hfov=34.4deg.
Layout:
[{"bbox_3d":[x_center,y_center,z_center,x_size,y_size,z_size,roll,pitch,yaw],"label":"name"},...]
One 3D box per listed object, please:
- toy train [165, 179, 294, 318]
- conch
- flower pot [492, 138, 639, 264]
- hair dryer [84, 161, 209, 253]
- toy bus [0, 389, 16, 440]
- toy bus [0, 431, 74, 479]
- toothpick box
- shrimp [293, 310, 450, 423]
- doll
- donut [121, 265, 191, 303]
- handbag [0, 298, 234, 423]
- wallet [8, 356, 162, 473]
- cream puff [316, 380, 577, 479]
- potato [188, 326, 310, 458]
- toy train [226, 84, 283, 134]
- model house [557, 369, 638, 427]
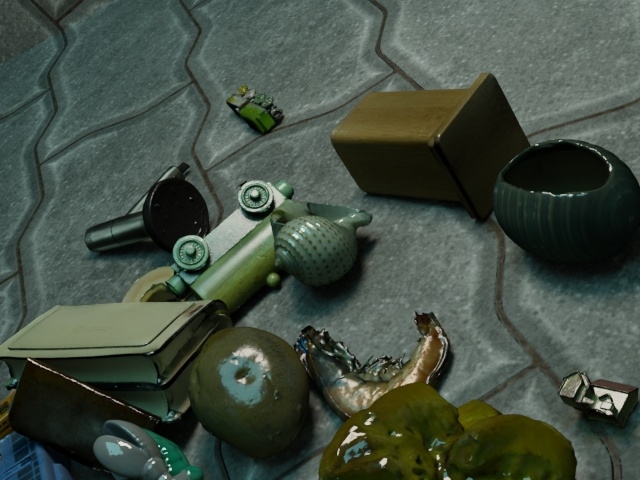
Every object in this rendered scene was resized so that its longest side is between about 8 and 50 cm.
[{"bbox_3d":[-0.141,0.022,1.944,0.307,0.126,0.189,-42,79,-14],"label":"toy train"},{"bbox_3d":[-0.002,0.011,1.829,0.200,0.131,0.172,-6,17,-35],"label":"conch"},{"bbox_3d":[0.375,-0.058,1.576,0.189,0.157,0.243,-45,36,-16],"label":"flower pot"},{"bbox_3d":[-0.357,-0.099,2.245,0.320,0.155,0.284,-3,53,49],"label":"hair dryer"},{"bbox_3d":[-0.576,0.336,1.928,0.162,0.074,0.069,-41,33,-10],"label":"toy bus"},{"bbox_3d":[-0.474,0.414,1.708,0.133,0.116,0.234,-32,31,-6],"label":"toy bus"},{"bbox_3d":[0.186,-0.173,1.867,0.308,0.187,0.190,7,51,49],"label":"toothpick box"},{"bbox_3d":[0.079,0.173,1.614,0.222,0.054,0.290,-42,38,-12],"label":"shrimp"},{"bbox_3d":[-0.252,0.355,1.543,0.153,0.195,0.258,-10,0,-45],"label":"doll"},{"bbox_3d":[-0.325,0.117,2.010,0.108,0.065,0.166,17,59,48],"label":"donut"},{"bbox_3d":[-0.356,0.202,1.812,0.358,0.160,0.237,-4,27,27],"label":"handbag"},{"bbox_3d":[-0.390,0.298,1.694,0.255,0.137,0.031,23,14,10],"label":"wallet"},{"bbox_3d":[0.128,0.314,1.200,0.378,0.276,0.378,-20,33,14],"label":"cream puff"},{"bbox_3d":[-0.110,0.233,1.611,0.178,0.160,0.235,-58,42,21],"label":"potato"},{"bbox_3d":[-0.158,-0.308,2.423,0.081,0.060,0.202,-45,33,-8],"label":"toy train"},{"bbox_3d":[0.362,0.200,1.348,0.083,0.057,0.058,8,56,47],"label":"model house"}]
